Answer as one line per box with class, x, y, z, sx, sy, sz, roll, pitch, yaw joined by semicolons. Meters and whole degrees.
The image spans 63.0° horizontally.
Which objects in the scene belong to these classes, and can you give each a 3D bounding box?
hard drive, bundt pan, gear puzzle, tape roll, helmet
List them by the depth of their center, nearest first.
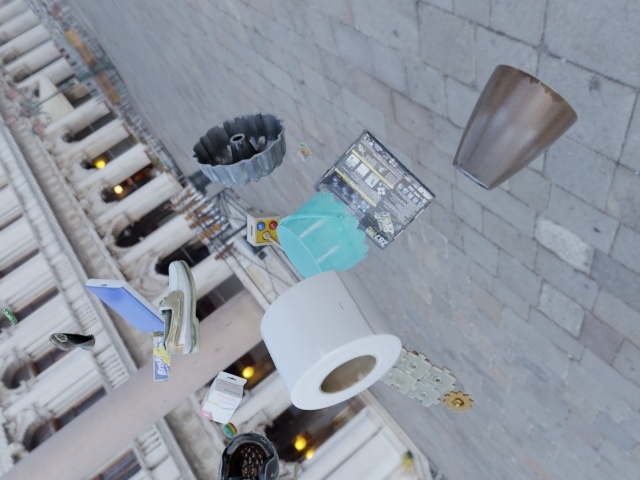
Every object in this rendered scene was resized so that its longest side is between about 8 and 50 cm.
tape roll;0.020;0.204;1.062;0.169;0.246;0.246;59;174;35
helmet;-0.179;0.577;1.314;0.169;0.169;0.161;56;-167;-14
gear puzzle;0.295;0.391;1.504;0.338;0.044;0.176;30;127;0
bundt pan;-0.260;-0.297;1.768;0.331;0.330;0.124;41;157;46
hard drive;-0.718;0.256;1.997;0.210;0.040;0.319;-1;141;31

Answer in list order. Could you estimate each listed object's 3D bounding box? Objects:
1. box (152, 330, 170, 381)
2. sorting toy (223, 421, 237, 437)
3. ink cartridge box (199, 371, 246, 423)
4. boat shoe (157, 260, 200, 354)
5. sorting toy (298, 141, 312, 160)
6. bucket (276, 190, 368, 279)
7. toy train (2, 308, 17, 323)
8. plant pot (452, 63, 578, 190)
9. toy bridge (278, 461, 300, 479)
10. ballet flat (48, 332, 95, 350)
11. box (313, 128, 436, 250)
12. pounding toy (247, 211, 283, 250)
box;-0.555;0.405;1.827;0.054;0.059;0.169;-144;56;-68
sorting toy;-0.209;0.705;1.711;0.275;0.046;0.132;56;136;7
ink cartridge box;-0.371;0.599;1.988;0.115;0.198;0.067;22;-153;-16
boat shoe;-0.445;0.201;1.611;0.113;0.103;0.303;-45;53;49
sorting toy;-0.080;-0.434;2.524;0.012;0.062;0.083;9;139;54
bucket;0.000;0.000;1.664;0.281;0.183;0.281;45;159;23
toy train;-1.031;0.252;1.735;0.024;0.017;0.083;46;154;22
plant pot;0.413;-0.236;1.184;0.215;0.230;0.215;34;-169;-8
toy bridge;-0.103;0.715;1.537;0.188;0.063;0.026;-30;-81;-62
ballet flat;-0.945;0.382;2.008;0.084;0.058;0.250;46;178;19
box;0.218;-0.201;2.112;0.395;0.318;0.097;40;-171;-11
pounding toy;-0.204;-0.028;2.007;0.100;0.130;0.141;30;121;56
